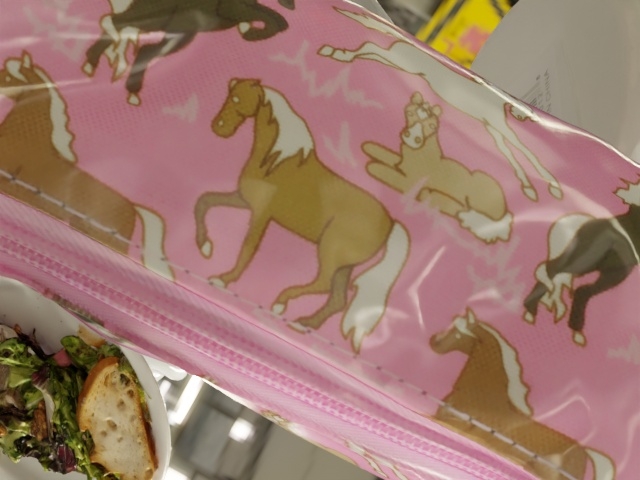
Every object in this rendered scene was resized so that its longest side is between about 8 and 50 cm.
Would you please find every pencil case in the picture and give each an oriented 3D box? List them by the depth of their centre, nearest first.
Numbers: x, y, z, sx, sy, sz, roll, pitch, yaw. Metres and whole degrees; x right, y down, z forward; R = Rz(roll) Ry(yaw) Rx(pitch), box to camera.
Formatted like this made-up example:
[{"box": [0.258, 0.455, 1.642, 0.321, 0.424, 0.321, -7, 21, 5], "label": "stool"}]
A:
[{"box": [0.000, 0.000, 0.520, 0.167, 0.386, 0.160, -65, -171, -10], "label": "pencil case"}]

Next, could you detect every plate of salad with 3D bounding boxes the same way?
[{"box": [-0.189, 0.109, 0.993, 0.200, 0.200, 0.048, -50, 174, 39], "label": "plate of salad"}]

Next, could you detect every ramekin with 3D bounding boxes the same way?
[{"box": [0.183, -0.043, 0.968, 0.277, 0.135, 0.277, -48, -146, 46], "label": "ramekin"}]

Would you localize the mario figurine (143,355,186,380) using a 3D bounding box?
[{"box": [-0.163, 0.022, 1.105, 0.320, 0.170, 0.198, -23, -172, 12], "label": "mario figurine"}]

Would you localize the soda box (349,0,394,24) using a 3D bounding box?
[{"box": [-0.048, -0.171, 0.860, 0.074, 0.216, 0.069, -27, 161, -20], "label": "soda box"}]
